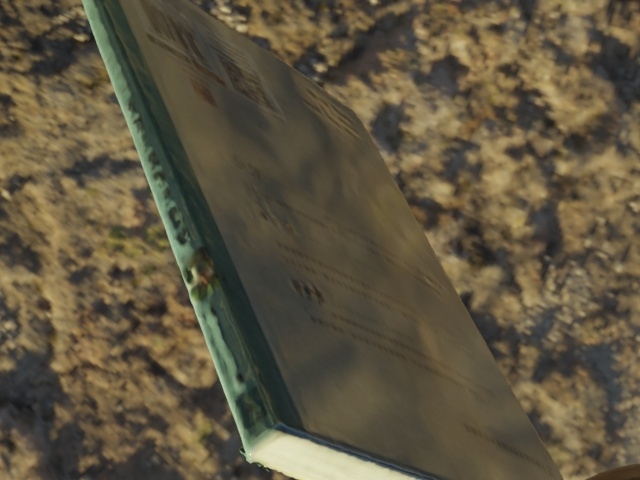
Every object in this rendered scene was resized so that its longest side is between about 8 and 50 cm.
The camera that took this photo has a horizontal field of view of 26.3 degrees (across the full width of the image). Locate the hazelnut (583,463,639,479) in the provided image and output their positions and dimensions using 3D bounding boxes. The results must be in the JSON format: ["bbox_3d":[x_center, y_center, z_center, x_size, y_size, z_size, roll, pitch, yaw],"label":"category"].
[{"bbox_3d":[0.165,0.236,0.711,0.229,0.229,0.230,-13,115,-30],"label":"hazelnut"}]

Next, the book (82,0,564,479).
[{"bbox_3d":[0.000,0.000,0.573,0.025,0.283,0.215,-41,137,19],"label":"book"}]
